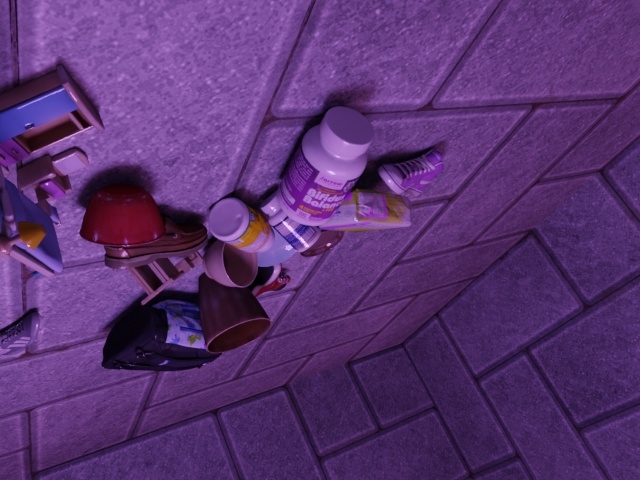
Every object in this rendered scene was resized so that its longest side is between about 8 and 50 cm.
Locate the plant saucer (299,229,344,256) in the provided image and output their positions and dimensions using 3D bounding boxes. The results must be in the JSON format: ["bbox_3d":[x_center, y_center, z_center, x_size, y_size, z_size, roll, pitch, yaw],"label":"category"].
[{"bbox_3d":[0.000,0.000,1.950,0.169,0.029,0.168,-23,156,-11],"label":"plant saucer"}]

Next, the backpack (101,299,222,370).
[{"bbox_3d":[-0.477,0.317,1.847,0.290,0.273,0.356,-32,137,30],"label":"backpack"}]

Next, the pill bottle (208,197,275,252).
[{"bbox_3d":[-0.206,-0.033,1.550,0.118,0.117,0.208,-32,156,10],"label":"pill bottle"}]

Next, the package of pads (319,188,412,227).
[{"bbox_3d":[0.111,-0.086,1.691,0.229,0.101,0.297,-6,175,40],"label":"package of pads"}]

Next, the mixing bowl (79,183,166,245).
[{"bbox_3d":[-0.428,-0.064,1.226,0.182,0.181,0.098,-10,115,-34],"label":"mixing bowl"}]

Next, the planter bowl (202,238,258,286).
[{"bbox_3d":[-0.274,0.062,1.653,0.109,0.161,0.162,-10,167,30],"label":"planter bowl"}]

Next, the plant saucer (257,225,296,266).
[{"bbox_3d":[-0.142,0.003,1.768,0.195,0.037,0.194,-23,145,-17],"label":"plant saucer"}]

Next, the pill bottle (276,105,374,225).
[{"bbox_3d":[0.014,-0.182,1.412,0.169,0.169,0.301,-12,152,-32],"label":"pill bottle"}]

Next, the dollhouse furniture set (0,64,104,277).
[{"bbox_3d":[-0.441,-0.081,0.968,0.198,0.303,0.286,-25,157,-4],"label":"dollhouse furniture set"}]

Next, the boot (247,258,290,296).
[{"bbox_3d":[-0.156,0.117,1.963,0.176,0.088,0.244,-10,158,-37],"label":"boot"}]

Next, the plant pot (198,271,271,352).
[{"bbox_3d":[-0.299,0.205,1.799,0.216,0.230,0.215,-23,156,-11],"label":"plant pot"}]

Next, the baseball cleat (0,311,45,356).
[{"bbox_3d":[-0.841,0.265,1.550,0.110,0.072,0.206,9,134,-44],"label":"baseball cleat"}]

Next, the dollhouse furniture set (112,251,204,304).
[{"bbox_3d":[-0.439,0.064,1.544,0.129,0.129,0.183,-36,-175,20],"label":"dollhouse furniture set"}]

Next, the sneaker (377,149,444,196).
[{"bbox_3d":[0.283,-0.223,1.718,0.161,0.102,0.282,-43,163,24],"label":"sneaker"}]

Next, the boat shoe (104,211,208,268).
[{"bbox_3d":[-0.389,-0.016,1.391,0.307,0.111,0.104,-24,121,-58],"label":"boat shoe"}]

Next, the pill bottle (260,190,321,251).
[{"bbox_3d":[-0.085,-0.056,1.569,0.094,0.094,0.169,-38,110,16],"label":"pill bottle"}]
